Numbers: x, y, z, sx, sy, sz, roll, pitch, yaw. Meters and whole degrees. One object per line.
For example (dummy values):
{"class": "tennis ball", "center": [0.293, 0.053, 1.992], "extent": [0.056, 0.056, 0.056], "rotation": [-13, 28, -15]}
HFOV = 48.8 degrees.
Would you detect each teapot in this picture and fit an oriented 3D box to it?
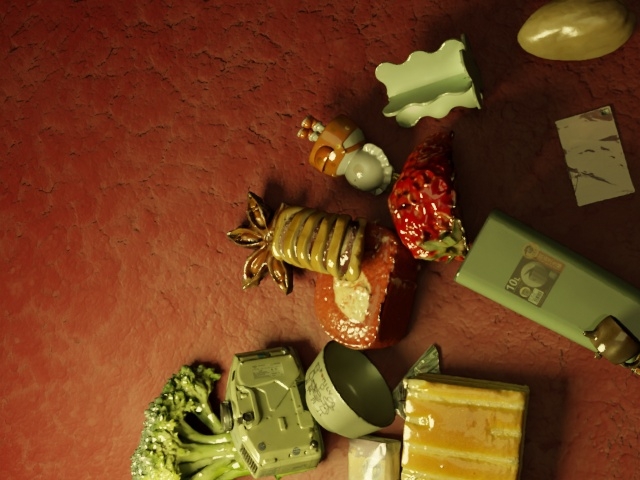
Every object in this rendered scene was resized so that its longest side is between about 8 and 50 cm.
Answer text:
{"class": "teapot", "center": [0.495, 0.178, 1.187], "extent": [0.121, 0.076, 0.068], "rotation": [37, 108, -15]}

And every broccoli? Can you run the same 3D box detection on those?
{"class": "broccoli", "center": [-0.231, 0.509, 1.549], "extent": [0.397, 0.275, 0.353], "rotation": [24, 97, 5]}

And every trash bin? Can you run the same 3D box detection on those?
{"class": "trash bin", "center": [0.452, 0.089, 1.347], "extent": [0.344, 0.223, 0.158], "rotation": [28, 93, 18]}

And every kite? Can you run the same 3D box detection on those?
{"class": "kite", "center": [0.259, 0.333, 1.493], "extent": [0.250, 0.012, 0.229], "rotation": [-12, 84, 16]}

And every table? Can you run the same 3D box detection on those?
{"class": "table", "center": [0.232, -0.332, 1.508], "extent": [0.198, 0.166, 0.166], "rotation": [-14, 80, 25]}

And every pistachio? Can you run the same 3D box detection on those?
{"class": "pistachio", "center": [0.519, -0.435, 1.436], "extent": [0.226, 0.136, 0.135], "rotation": [-5, 83, 24]}

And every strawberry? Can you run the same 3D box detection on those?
{"class": "strawberry", "center": [0.214, -0.091, 1.424], "extent": [0.150, 0.253, 0.280], "rotation": [-10, 79, 14]}

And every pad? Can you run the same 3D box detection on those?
{"class": "pad", "center": [0.563, -0.173, 1.451], "extent": [0.113, 0.006, 0.187], "rotation": [-15, 81, 15]}

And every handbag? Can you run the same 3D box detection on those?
{"class": "handbag", "center": [0.110, 0.499, 1.475], "extent": [0.117, 0.095, 0.173], "rotation": [-6, 82, 47]}

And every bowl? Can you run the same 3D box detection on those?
{"class": "bowl", "center": [0.046, 0.324, 1.472], "extent": [0.112, 0.211, 0.211], "rotation": [-42, 73, 21]}

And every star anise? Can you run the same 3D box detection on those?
{"class": "star anise", "center": [-0.118, 0.014, 1.615], "extent": [0.214, 0.099, 0.219], "rotation": [19, 95, 33]}

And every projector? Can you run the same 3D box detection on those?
{"class": "projector", "center": [-0.112, 0.355, 1.491], "extent": [0.194, 0.088, 0.269], "rotation": [-6, 52, -17]}

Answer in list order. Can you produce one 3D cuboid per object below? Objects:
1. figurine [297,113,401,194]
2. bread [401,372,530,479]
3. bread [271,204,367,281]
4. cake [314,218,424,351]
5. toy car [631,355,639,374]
{"class": "figurine", "center": [0.074, -0.186, 1.560], "extent": [0.271, 0.143, 0.143], "rotation": [23, 92, -1]}
{"class": "bread", "center": [0.283, 0.398, 1.419], "extent": [0.246, 0.111, 0.239], "rotation": [6, 88, 15]}
{"class": "bread", "center": [0.000, 0.000, 1.451], "extent": [0.225, 0.081, 0.134], "rotation": [11, 80, 37]}
{"class": "cake", "center": [0.098, 0.094, 1.506], "extent": [0.177, 0.151, 0.282], "rotation": [12, 89, 33]}
{"class": "toy car", "center": [0.650, 0.198, 1.355], "extent": [0.073, 0.054, 0.143], "rotation": [30, 95, 18]}
